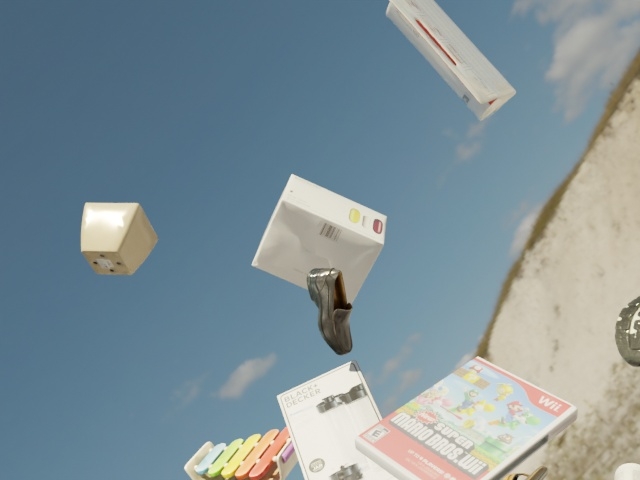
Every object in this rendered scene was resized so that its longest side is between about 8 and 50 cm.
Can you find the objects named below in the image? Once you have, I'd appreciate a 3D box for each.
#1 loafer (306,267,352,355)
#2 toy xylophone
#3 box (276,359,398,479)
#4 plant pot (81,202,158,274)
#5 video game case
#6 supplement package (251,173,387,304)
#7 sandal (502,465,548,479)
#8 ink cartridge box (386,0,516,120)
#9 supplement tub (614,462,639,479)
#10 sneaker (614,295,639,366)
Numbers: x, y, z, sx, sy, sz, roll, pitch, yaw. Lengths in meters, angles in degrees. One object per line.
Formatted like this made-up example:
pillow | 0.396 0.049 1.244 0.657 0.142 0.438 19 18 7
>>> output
loafer | 0.029 0.129 1.453 0.061 0.170 0.062 -9 18 35
toy xylophone | -0.187 0.549 1.941 0.322 0.081 0.236 -18 14 24
box | 0.043 0.365 1.417 0.169 0.290 0.087 -24 -51 0
plant pot | -0.371 0.003 1.460 0.109 0.109 0.096 74 -159 -51
video game case | 0.223 0.287 1.237 0.285 0.204 0.025 -25 -58 -32
supplement package | 0.000 0.000 1.955 0.145 0.261 0.204 -76 11 -60
sandal | 0.465 0.617 2.000 0.219 0.060 0.090 -38 -31 7
ink cartridge box | 0.245 -0.380 1.665 0.091 0.308 0.385 -42 -5 26
supplement tub | 0.600 0.488 1.551 0.071 0.071 0.107 -61 -6 32
sneaker | 0.740 0.169 1.613 0.410 0.182 0.158 -30 12 -36
